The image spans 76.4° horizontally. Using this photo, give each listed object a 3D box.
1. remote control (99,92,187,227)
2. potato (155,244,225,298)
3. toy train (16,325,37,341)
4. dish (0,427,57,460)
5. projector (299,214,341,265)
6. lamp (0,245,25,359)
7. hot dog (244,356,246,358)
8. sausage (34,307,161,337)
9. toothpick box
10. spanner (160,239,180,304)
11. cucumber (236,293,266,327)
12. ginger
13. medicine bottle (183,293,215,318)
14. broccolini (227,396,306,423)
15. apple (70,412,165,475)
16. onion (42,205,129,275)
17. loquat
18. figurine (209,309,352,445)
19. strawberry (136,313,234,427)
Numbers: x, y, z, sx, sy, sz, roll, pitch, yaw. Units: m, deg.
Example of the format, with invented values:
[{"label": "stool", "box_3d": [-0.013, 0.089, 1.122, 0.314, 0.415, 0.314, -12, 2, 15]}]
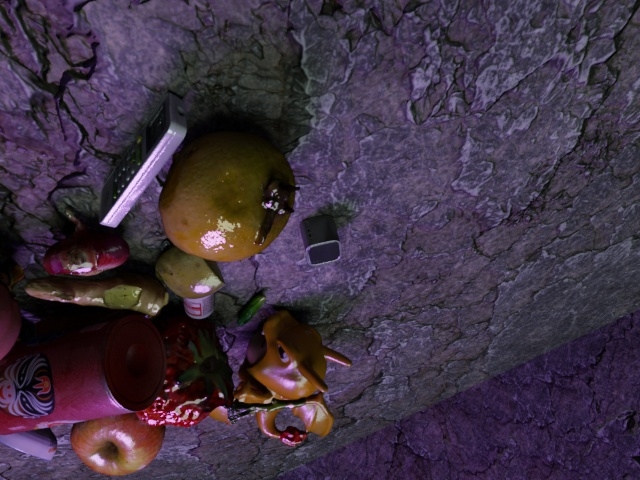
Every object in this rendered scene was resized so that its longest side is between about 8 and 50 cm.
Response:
[{"label": "remote control", "box_3d": [-0.304, -0.129, 0.685, 0.250, 0.103, 0.034, -39, 139, 27]}, {"label": "potato", "box_3d": [-0.302, 0.081, 0.900, 0.149, 0.120, 0.081, -39, 150, 9]}, {"label": "toy train", "box_3d": [-0.757, 0.256, 0.962, 0.091, 0.136, 0.227, -14, 144, -2]}, {"label": "dish", "box_3d": [-0.943, 0.575, 1.294, 0.274, 0.133, 0.273, 16, 144, 12]}, {"label": "projector", "box_3d": [0.000, 0.000, 0.968, 0.083, 0.082, 0.083, -13, 142, -3]}, {"label": "lamp", "box_3d": [-0.673, 0.101, 0.722, 0.305, 0.239, 0.305, 22, 136, 23]}, {"label": "hot dog", "box_3d": [-0.179, 0.443, 1.459, 0.236, 0.062, 0.092, 25, 129, -39]}, {"label": "sausage", "box_3d": [-0.544, 0.200, 1.018, 0.302, 0.076, 0.102, -13, 142, -5]}, {"label": "toothpick box", "box_3d": [-0.540, 0.292, 0.887, 0.334, 0.204, 0.204, -13, 143, 10]}, {"label": "spanner", "box_3d": [-0.365, 0.086, 0.992, 0.054, 0.015, 0.254, 0, 139, -22]}, {"label": "cucumber", "box_3d": [-0.202, 0.201, 1.175, 0.039, 0.039, 0.168, 16, 129, -34]}, {"label": "ginger", "box_3d": [-0.455, 0.104, 0.868, 0.295, 0.131, 0.086, 16, 111, -51]}, {"label": "medicine bottle", "box_3d": [-0.304, 0.129, 1.015, 0.079, 0.079, 0.140, -3, 140, -17]}, {"label": "broccolini", "box_3d": [-0.144, 0.450, 1.098, 0.216, 0.067, 0.058, -7, 130, -1]}, {"label": "apple", "box_3d": [-0.668, 0.626, 1.379, 0.278, 0.250, 0.309, 7, 117, -5]}, {"label": "onion", "box_3d": [-0.463, 0.000, 0.797, 0.150, 0.140, 0.150, -12, -175, 1]}, {"label": "loquat", "box_3d": [-0.152, -0.073, 0.707, 0.244, 0.243, 0.243, -10, 141, -8]}, {"label": "figurine", "box_3d": [-0.102, 0.440, 1.271, 0.401, 0.268, 0.387, 25, 121, -12]}, {"label": "strawberry", "box_3d": [-0.409, 0.354, 1.083, 0.310, 0.291, 0.291, -21, 142, 2]}]
